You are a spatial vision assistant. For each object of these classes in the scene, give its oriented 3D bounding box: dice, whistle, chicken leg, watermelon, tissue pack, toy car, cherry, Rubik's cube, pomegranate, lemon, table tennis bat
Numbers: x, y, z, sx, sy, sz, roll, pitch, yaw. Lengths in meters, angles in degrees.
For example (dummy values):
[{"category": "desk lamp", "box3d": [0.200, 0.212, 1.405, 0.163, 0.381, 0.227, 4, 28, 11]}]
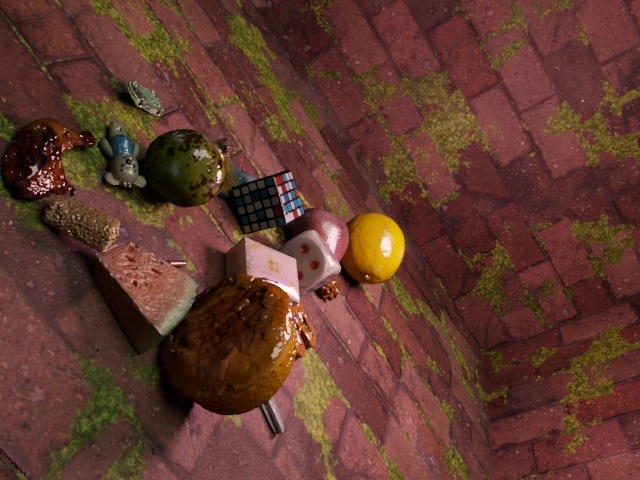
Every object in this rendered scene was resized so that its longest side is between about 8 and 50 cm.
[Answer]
[{"category": "dice", "box3d": [-0.049, 0.084, 1.980, 0.192, 0.193, 0.194, 55, 5, 13]}, {"category": "whistle", "box3d": [-0.560, -0.248, 1.497, 0.114, 0.077, 0.235, 2, 58, -36]}, {"category": "chicken leg", "box3d": [-0.648, -0.206, 1.285, 0.177, 0.083, 0.322, 52, 26, -43]}, {"category": "watermelon", "box3d": [-0.444, 0.117, 1.303, 0.256, 0.140, 0.193, 47, 31, -10]}, {"category": "tissue pack", "box3d": [-0.191, 0.121, 1.751, 0.225, 0.124, 0.185, 26, 40, -37]}, {"category": "toy car", "box3d": [-0.573, -0.458, 1.714, 0.093, 0.058, 0.186, 64, 12, 6]}, {"category": "cherry", "box3d": [0.000, 0.000, 2.200, 0.261, 0.221, 0.307, 25, 55, -45]}, {"category": "Rubik's cube", "box3d": [-0.192, -0.143, 1.953, 0.182, 0.184, 0.187, -37, 113, -67]}, {"category": "pomegranate", "box3d": [-0.390, -0.222, 1.588, 0.254, 0.270, 0.254, 60, -8, 15]}, {"category": "lemon", "box3d": [0.239, 0.037, 2.513, 0.348, 0.348, 0.348, 45, 29, -34]}, {"category": "table tennis bat", "box3d": [-0.347, -0.248, 1.976, 0.329, 0.044, 0.215, 9, 56, -59]}]

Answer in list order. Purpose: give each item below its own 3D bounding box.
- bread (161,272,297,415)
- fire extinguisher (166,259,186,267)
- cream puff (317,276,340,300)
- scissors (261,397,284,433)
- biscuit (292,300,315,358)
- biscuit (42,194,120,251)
[{"category": "bread", "box3d": [-0.224, 0.264, 1.368, 0.358, 0.337, 0.204, -87, 166, -47]}, {"category": "fire extinguisher", "box3d": [-0.420, 0.066, 1.512, 0.028, 0.022, 0.083, 30, 12, 25]}, {"category": "cream puff", "box3d": [0.036, 0.190, 2.215, 0.122, 0.094, 0.116, 25, 40, -48]}, {"category": "scissors", "box3d": [-0.170, 0.456, 1.589, 0.125, 0.030, 0.256, -3, 65, -63]}, {"category": "biscuit", "box3d": [-0.116, 0.251, 1.901, 0.333, 0.047, 0.202, 63, 24, 4]}, {"category": "biscuit", "box3d": [-0.557, -0.043, 1.239, 0.168, 0.070, 0.082, 29, 26, -8]}]
